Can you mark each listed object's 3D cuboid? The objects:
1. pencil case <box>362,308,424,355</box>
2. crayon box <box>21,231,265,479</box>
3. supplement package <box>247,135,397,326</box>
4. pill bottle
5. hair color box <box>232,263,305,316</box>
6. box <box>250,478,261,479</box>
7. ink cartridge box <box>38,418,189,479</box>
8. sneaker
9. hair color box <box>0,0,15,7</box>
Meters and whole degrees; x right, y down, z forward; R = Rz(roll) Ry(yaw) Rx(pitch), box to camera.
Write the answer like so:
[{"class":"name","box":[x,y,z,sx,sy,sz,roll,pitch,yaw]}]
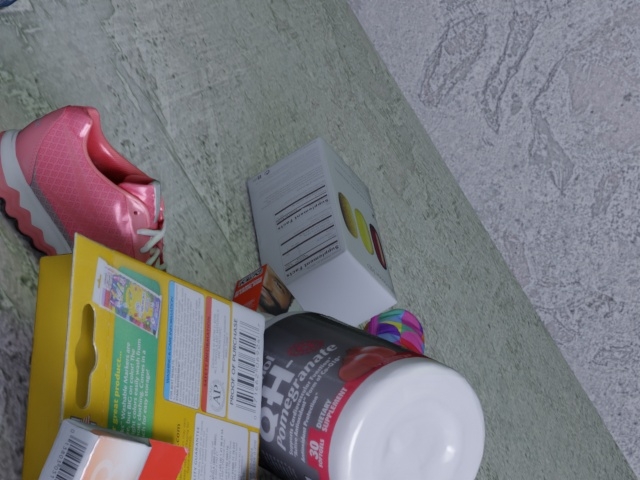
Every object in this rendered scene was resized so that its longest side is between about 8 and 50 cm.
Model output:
[{"class":"pencil case","box":[0.100,0.185,2.096,0.104,0.104,0.236,55,16,-16]},{"class":"crayon box","box":[-0.165,0.132,1.323,0.323,0.083,0.203,31,57,-59]},{"class":"supplement package","box":[0.000,0.000,2.052,0.139,0.133,0.244,45,22,-39]},{"class":"pill bottle","box":[0.007,0.172,1.508,0.176,0.176,0.318,49,-17,-32]},{"class":"hair color box","box":[-0.067,0.109,1.817,0.093,0.053,0.167,53,17,-19]},{"class":"box","box":[0.060,0.373,1.464,0.191,0.143,0.381,25,-4,37]},{"class":"ink cartridge box","box":[-0.170,0.229,1.183,0.045,0.145,0.179,21,-4,34]},{"class":"sneaker","box":[-0.201,0.004,1.463,0.314,0.136,0.116,56,18,-12]},{"class":"hair color box","box":[-0.402,-0.330,1.507,0.174,0.105,0.347,58,16,-3]}]
